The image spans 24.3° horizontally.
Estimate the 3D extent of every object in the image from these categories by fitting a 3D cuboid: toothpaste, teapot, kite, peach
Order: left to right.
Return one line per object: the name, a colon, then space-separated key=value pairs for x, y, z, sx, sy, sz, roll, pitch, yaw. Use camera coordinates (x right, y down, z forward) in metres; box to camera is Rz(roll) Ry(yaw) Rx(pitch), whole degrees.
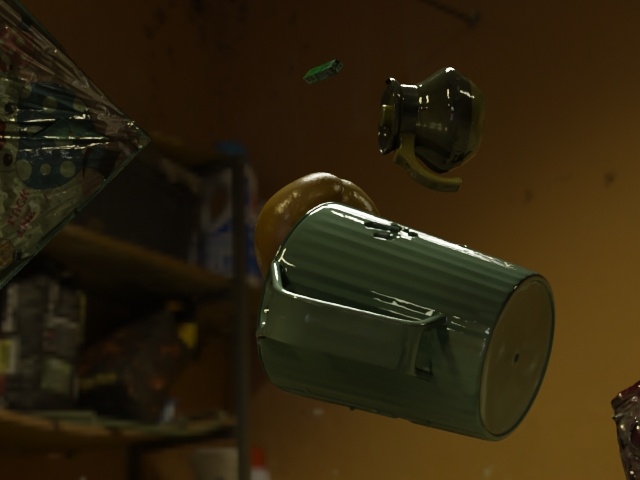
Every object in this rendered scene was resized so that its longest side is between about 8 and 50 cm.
kite: x=-0.373 y=-0.125 z=1.800 sx=0.368 sy=0.406 sz=0.014 roll=1 pitch=0 yaw=17
peach: x=0.000 y=0.000 z=2.734 sx=0.251 sy=0.251 sz=0.153 roll=4 pitch=12 yaw=-17
toothpaste: x=0.004 y=-0.251 z=2.212 sx=0.017 sy=0.020 sz=0.083 roll=44 pitch=-25 yaw=-18
teapot: x=0.132 y=-0.132 z=1.788 sx=0.119 sy=0.165 sz=0.130 roll=4 pitch=-34 yaw=-7

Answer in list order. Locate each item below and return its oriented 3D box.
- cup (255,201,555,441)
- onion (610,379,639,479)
cup: x=0.105 y=0.147 z=2.244 sx=0.392 sy=0.310 sz=0.401 roll=15 pitch=35 yaw=31
onion: x=0.561 y=0.329 z=2.201 sx=0.230 sy=0.272 sz=0.256 roll=-21 pitch=-25 yaw=6
